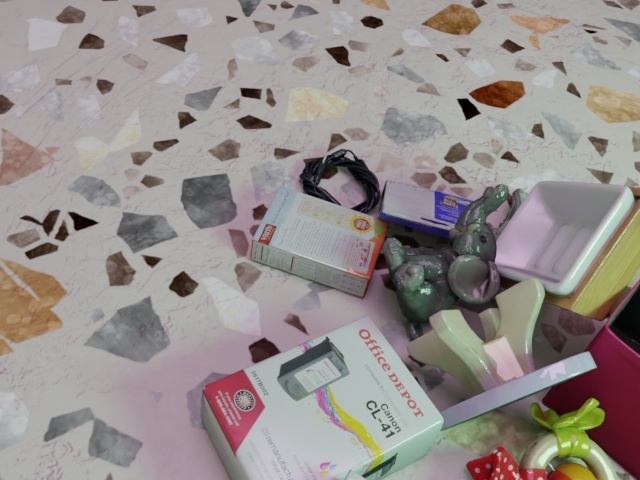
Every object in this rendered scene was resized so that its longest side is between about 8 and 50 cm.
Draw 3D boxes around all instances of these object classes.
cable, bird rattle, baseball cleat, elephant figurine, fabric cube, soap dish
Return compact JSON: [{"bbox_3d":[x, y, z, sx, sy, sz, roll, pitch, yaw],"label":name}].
[{"bbox_3d":[0.041,-0.115,1.496,0.150,0.047,0.184,-13,56,-16],"label":"cable"},{"bbox_3d":[0.368,0.368,1.118,0.253,0.143,0.207,-38,82,-29],"label":"bird rattle"},{"bbox_3d":[0.394,-0.043,1.483,0.072,0.109,0.206,53,23,-11],"label":"baseball cleat"},{"bbox_3d":[0.244,0.041,1.276,0.239,0.186,0.169,-17,54,1],"label":"elephant figurine"},{"bbox_3d":[0.572,0.215,1.185,0.254,0.258,0.259,40,55,20],"label":"fabric cube"},{"bbox_3d":[0.426,0.012,1.236,0.118,0.291,0.229,36,86,-15],"label":"soap dish"}]

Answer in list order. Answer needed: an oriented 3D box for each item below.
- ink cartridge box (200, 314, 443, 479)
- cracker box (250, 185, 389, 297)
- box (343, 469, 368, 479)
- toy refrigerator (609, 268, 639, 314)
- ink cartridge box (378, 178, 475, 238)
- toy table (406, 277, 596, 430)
[{"bbox_3d":[-0.003,0.281,1.117,0.306,0.131,0.226,-22,58,-23],"label":"ink cartridge box"},{"bbox_3d":[0.000,0.000,1.385,0.232,0.067,0.156,19,49,5],"label":"cracker box"},{"bbox_3d":[0.035,0.418,0.984,0.091,0.170,0.130,30,53,14],"label":"box"},{"bbox_3d":[0.546,0.067,1.409,0.269,0.094,0.102,28,45,13],"label":"toy refrigerator"},{"bbox_3d":[0.219,-0.050,1.425,0.206,0.045,0.208,15,23,2],"label":"ink cartridge box"},{"bbox_3d":[0.275,0.183,1.150,0.274,0.252,0.161,-29,70,19],"label":"toy table"}]
